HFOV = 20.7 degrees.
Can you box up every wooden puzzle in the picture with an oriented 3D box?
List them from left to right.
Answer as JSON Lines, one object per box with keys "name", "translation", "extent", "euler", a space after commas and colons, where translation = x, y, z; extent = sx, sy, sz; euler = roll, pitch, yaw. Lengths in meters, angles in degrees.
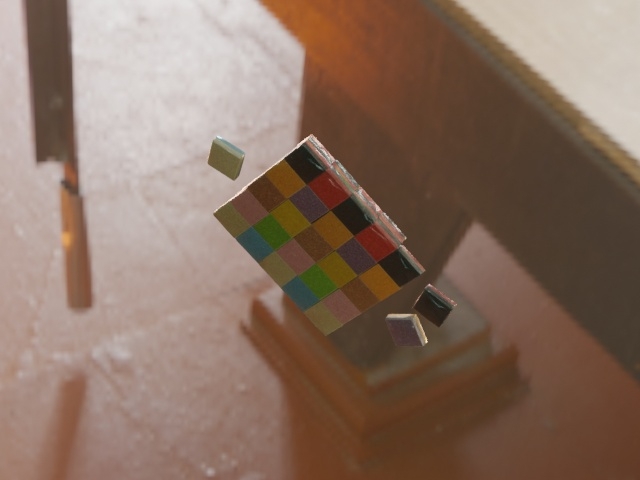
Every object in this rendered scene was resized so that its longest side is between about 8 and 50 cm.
{"name": "wooden puzzle", "translation": [0.000, 0.000, 0.499], "extent": [0.083, 0.049, 0.006], "euler": [48, 48, -6]}
